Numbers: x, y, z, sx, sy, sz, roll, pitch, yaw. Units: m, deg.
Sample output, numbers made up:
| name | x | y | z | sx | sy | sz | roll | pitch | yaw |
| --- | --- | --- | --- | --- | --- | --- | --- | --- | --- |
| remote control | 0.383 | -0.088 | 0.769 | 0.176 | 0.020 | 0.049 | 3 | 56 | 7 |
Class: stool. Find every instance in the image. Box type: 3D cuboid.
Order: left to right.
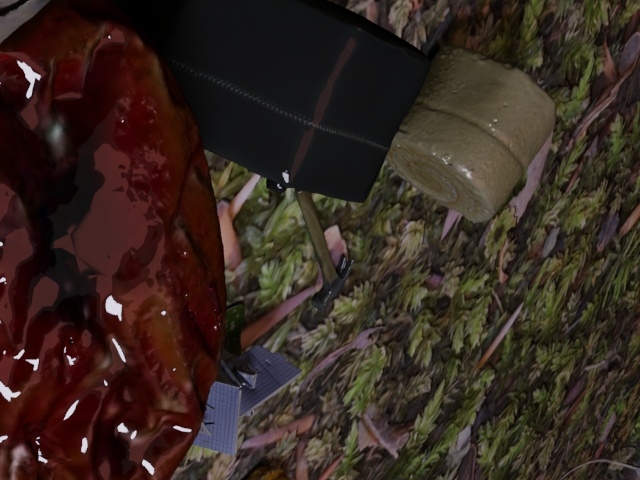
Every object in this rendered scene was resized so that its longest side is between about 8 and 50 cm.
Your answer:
| name | x | y | z | sx | sy | sz | roll | pitch | yaw |
| --- | --- | --- | --- | --- | --- | --- | --- | --- | --- |
| stool | -0.046 | -0.128 | 1.074 | 0.232 | 0.232 | 0.141 | 9 | 109 | -60 |

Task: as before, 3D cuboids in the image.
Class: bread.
| name | x | y | z | sx | sy | sz | roll | pitch | yaw |
| --- | --- | --- | --- | --- | --- | --- | --- | --- | --- |
| bread | -0.064 | 0.300 | 1.587 | 0.083 | 0.044 | 0.111 | -48 | 150 | -32 |
| bread | 0.154 | -0.116 | 1.476 | 0.141 | 0.148 | 0.134 | -54 | 166 | -16 |

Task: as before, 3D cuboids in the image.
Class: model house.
| name | x | y | z | sx | sy | sz | roll | pitch | yaw |
| --- | --- | --- | --- | --- | --- | --- | --- | --- | --- |
| model house | -0.097 | 0.149 | 1.355 | 0.167 | 0.088 | 0.117 | -29 | 137 | -45 |

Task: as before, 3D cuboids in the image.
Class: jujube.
| name | x | y | z | sx | sy | sz | roll | pitch | yaw |
| --- | --- | --- | --- | --- | --- | --- | --- | --- | --- |
| jujube | -0.199 | 0.013 | 0.900 | 0.276 | 0.276 | 0.377 | -38 | 139 | -37 |

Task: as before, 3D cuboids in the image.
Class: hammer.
| name | x | y | z | sx | sy | sz | roll | pitch | yaw |
| --- | --- | --- | --- | --- | --- | --- | --- | --- | --- |
| hammer | 0.000 | 0.000 | 1.463 | 0.062 | 0.017 | 0.182 | -49 | 148 | -24 |

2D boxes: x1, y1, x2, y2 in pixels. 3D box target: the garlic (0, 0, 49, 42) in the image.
| name | x | y | z | sx | sy | sz | roll | pitch | yaw |
| --- | --- | --- | --- | --- | --- | --- | --- | --- | --- |
| garlic | -0.275 | -0.172 | 0.635 | 0.322 | 0.241 | 0.322 | 3 | 84 | -29 |
